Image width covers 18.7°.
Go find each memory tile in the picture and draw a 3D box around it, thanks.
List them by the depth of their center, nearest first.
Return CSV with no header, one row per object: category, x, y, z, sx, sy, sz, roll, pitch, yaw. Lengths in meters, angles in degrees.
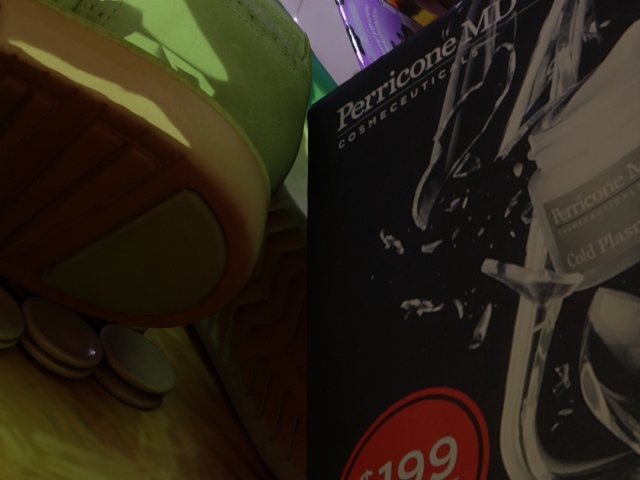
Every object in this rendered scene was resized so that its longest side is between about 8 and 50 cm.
memory tile,-0.119,0.003,0.772,0.113,0.012,0.148,23,26,-40

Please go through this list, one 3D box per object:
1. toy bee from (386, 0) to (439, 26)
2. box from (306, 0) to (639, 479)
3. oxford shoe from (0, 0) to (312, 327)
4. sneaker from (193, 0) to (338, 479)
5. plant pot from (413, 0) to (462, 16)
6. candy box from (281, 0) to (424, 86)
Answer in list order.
toy bee,0.169,-0.133,1.400,0.298,0.162,0.195,14,-5,18
box,0.171,0.026,0.624,0.179,0.343,0.312,35,37,-32
oxford shoe,-0.174,-0.130,0.709,0.397,0.140,0.146,39,44,-15
sneaker,0.000,0.000,0.870,0.121,0.108,0.302,21,35,-44
plant pot,0.195,-0.154,1.164,0.263,0.263,0.229,6,55,-58
candy box,0.067,-0.062,1.154,0.196,0.070,0.165,31,21,-25
